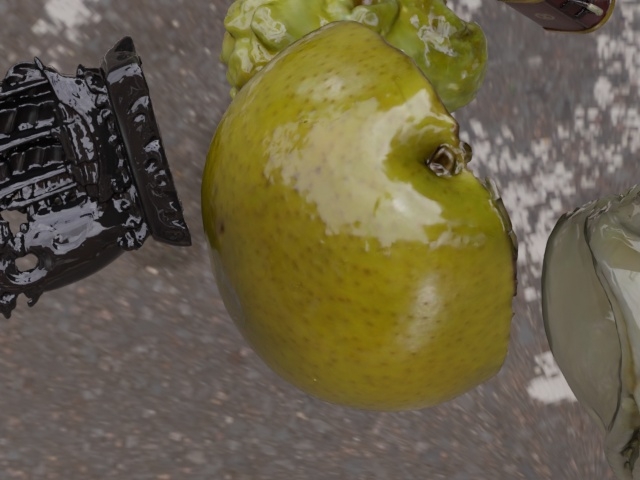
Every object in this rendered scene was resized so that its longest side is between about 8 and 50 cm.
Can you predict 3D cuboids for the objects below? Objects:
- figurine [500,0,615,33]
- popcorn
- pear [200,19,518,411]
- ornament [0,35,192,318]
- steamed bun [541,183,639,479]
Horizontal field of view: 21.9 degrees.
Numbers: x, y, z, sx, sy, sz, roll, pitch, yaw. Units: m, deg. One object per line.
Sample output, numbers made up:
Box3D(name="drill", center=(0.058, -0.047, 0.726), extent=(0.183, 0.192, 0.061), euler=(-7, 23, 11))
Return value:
Box3D(name="figurine", center=(0.261, -0.256, 1.700), extent=(0.098, 0.154, 0.082), euler=(25, 94, 40))
Box3D(name="popcorn", center=(0.024, -0.221, 1.780), extent=(0.285, 0.174, 0.225), euler=(-14, 68, -22))
Box3D(name="pear", center=(0.000, 0.000, 1.418), extent=(0.191, 0.386, 0.340), euler=(-22, 80, -16))
Box3D(name="ornament", center=(-0.275, -0.059, 1.660), extent=(0.260, 0.106, 0.251), euler=(-17, 116, -10))
Box3D(name="steamed bun", center=(0.283, 0.047, 0.824), extent=(0.324, 0.310, 0.220), euler=(-12, 86, 1))
